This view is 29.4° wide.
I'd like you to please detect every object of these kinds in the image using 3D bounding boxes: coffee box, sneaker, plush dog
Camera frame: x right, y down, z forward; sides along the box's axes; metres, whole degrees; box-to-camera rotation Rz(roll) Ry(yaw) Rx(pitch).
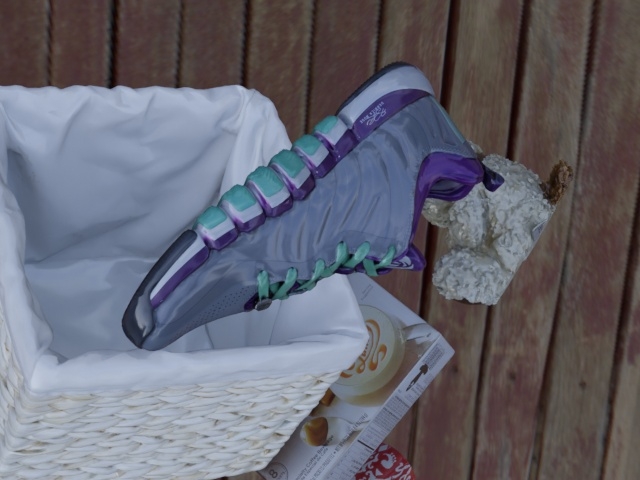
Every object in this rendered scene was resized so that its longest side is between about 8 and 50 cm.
[{"bbox_3d":[0.016,0.169,1.379,0.141,0.098,0.246,39,87,23],"label":"coffee box"},{"bbox_3d":[0.000,0.000,0.661,0.223,0.083,0.098,-41,84,-15],"label":"sneaker"},{"bbox_3d":[0.203,-0.067,1.668,0.225,0.262,0.211,32,123,10],"label":"plush dog"}]

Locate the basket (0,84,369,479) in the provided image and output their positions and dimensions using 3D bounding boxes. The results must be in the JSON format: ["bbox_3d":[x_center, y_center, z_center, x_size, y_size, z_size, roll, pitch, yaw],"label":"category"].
[{"bbox_3d":[-0.182,0.050,1.194,0.331,0.328,0.266,-3,144,-29],"label":"basket"}]

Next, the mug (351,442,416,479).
[{"bbox_3d":[0.041,0.371,1.679,0.113,0.169,0.150,39,140,22],"label":"mug"}]
